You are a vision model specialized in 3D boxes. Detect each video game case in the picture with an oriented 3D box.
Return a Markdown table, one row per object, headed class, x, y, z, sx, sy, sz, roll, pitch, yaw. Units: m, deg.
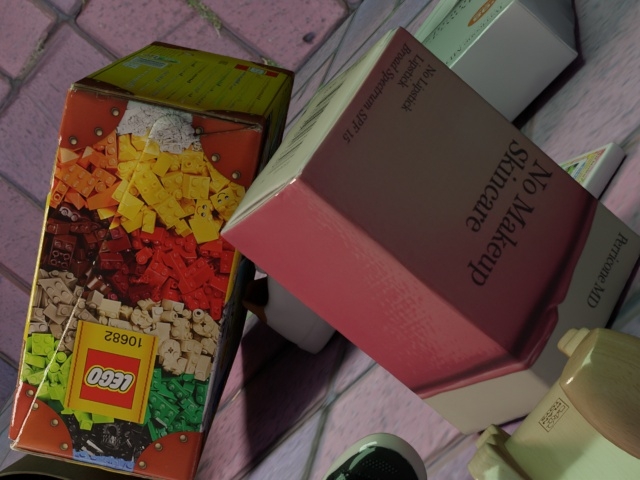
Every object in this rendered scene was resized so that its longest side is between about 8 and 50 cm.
| class | x | y | z | sx | sy | sz | roll | pitch | yaw |
| --- | --- | --- | --- | --- | --- | --- | --- | --- | --- |
| video game case | 0.169 | -0.003 | 1.145 | 0.157 | 0.019 | 0.143 | -54 | 12 | -20 |

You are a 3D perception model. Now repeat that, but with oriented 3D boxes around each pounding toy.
| class | x | y | z | sx | sy | sz | roll | pitch | yaw |
| --- | --- | --- | --- | --- | --- | --- | --- | --- | --- |
| pounding toy | 0.166 | 0.087 | 0.585 | 0.155 | 0.154 | 0.269 | -51 | -8 | 2 |

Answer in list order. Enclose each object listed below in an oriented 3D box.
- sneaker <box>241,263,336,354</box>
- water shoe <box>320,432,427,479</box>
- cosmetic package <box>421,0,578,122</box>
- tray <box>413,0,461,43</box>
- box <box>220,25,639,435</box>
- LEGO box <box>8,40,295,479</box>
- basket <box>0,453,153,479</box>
| class | x | y | z | sx | sy | sz | roll | pitch | yaw |
| --- | --- | --- | --- | --- | --- | --- | --- | --- | --- |
| sneaker | 0.000 | 0.000 | 1.394 | 0.290 | 0.123 | 0.106 | -58 | 6 | 41 |
| water shoe | 0.006 | 0.222 | 0.926 | 0.203 | 0.073 | 0.080 | -59 | -1 | 13 |
| cosmetic package | 0.122 | -0.142 | 1.566 | 0.377 | 0.097 | 0.284 | -46 | 12 | 23 |
| tray | 0.162 | -0.270 | 1.779 | 0.145 | 0.030 | 0.270 | -29 | -14 | -38 |
| box | 0.077 | -0.002 | 0.948 | 0.149 | 0.232 | 0.127 | -58 | 13 | -31 |
| LEGO box | -0.169 | -0.005 | 1.573 | 0.500 | 0.193 | 0.372 | -78 | 0 | -77 |
| basket | -0.277 | 0.296 | 1.580 | 0.227 | 0.204 | 0.154 | -62 | -12 | -78 |
